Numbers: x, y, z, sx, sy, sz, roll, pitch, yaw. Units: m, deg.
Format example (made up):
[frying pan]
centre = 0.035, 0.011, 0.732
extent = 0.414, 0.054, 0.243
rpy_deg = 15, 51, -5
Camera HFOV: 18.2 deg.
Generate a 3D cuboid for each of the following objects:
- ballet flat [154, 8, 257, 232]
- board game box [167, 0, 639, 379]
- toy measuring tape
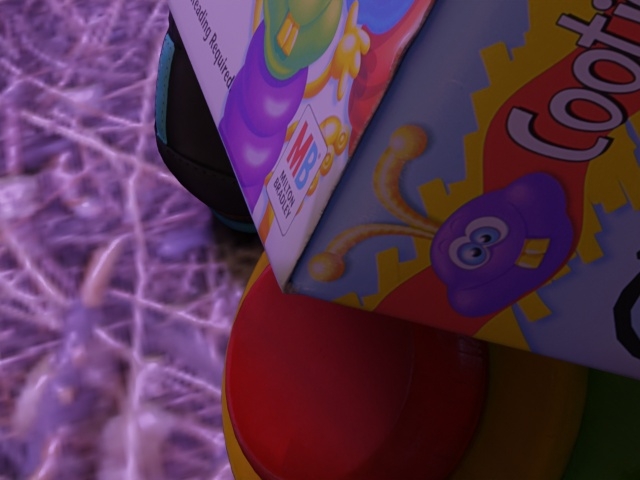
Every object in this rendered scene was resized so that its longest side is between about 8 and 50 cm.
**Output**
[ballet flat]
centre = 0.069, -0.099, 0.671
extent = 0.280, 0.096, 0.095
rpy_deg = -30, 40, -19
[board game box]
centre = 0.123, -0.051, 0.449
extent = 0.275, 0.142, 0.144
rpy_deg = 15, 29, -26
[toy measuring tape]
centre = 0.000, 0.000, 0.537
extent = 0.121, 0.121, 0.330
rpy_deg = -28, 52, -16
